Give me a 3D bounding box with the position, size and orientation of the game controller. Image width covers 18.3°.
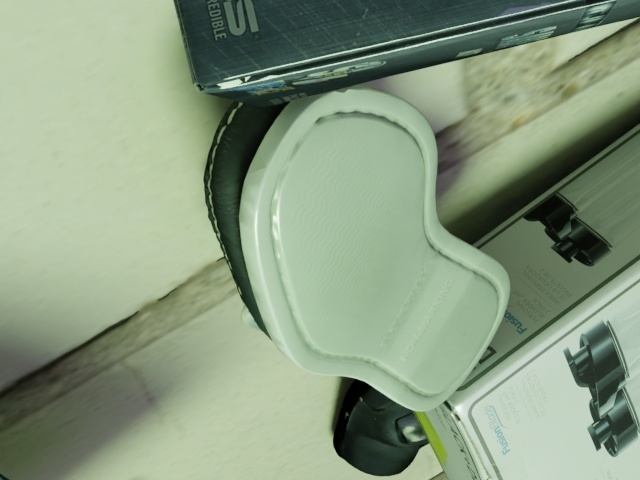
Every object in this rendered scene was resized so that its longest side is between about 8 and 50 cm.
[{"bbox_3d":[0.150,0.043,1.203,0.319,0.067,0.166,-27,170,-16],"label":"game controller"}]

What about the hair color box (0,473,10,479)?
[{"bbox_3d":[-0.159,0.193,0.823,0.174,0.105,0.347,-43,131,5],"label":"hair color box"}]

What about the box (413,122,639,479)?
[{"bbox_3d":[0.184,0.033,1.079,0.290,0.087,0.169,-37,134,-8],"label":"box"}]

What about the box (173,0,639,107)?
[{"bbox_3d":[0.054,-0.087,0.601,0.183,0.059,0.233,-13,-177,2],"label":"box"}]

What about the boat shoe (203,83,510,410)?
[{"bbox_3d":[0.000,0.000,0.860,0.114,0.091,0.302,-55,156,-10],"label":"boat shoe"}]
